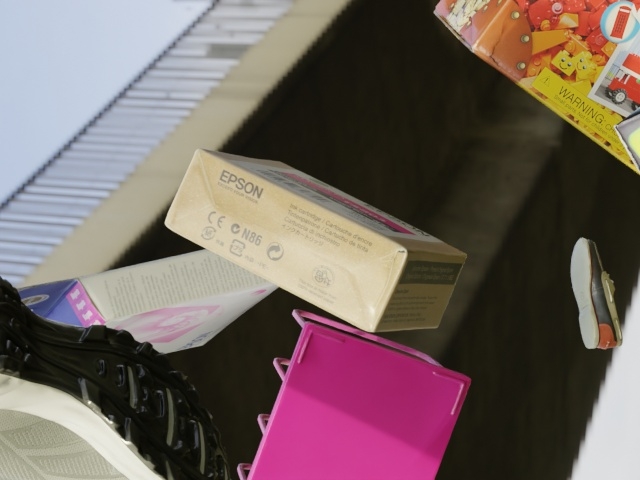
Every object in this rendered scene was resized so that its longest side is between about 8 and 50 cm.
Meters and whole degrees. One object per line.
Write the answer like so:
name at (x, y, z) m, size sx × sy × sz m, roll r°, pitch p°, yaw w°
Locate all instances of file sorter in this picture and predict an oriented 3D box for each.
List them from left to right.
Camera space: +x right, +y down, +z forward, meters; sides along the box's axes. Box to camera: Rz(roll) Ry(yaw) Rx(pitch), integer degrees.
file sorter at (0.016, 0.249, 1.827) m, size 0.182 × 0.202 × 0.291 m, roll -141°, pitch 71°, yaw -79°

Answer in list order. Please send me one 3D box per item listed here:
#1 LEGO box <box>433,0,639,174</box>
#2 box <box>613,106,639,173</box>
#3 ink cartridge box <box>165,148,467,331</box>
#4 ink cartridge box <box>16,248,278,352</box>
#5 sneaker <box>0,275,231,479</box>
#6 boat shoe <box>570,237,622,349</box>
LEGO box at (0.430, -0.224, 1.561) m, size 0.372 × 0.500 × 0.193 m, roll -53°, pitch 19°, yaw 12°
box at (0.243, -0.090, 0.698) m, size 0.114 × 0.207 × 0.036 m, roll -34°, pitch -84°, yaw -37°
ink cartridge box at (0.000, 0.000, 1.475) m, size 0.088 × 0.234 × 0.193 m, roll -67°, pitch -20°, yaw 8°
ink cartridge box at (-0.244, 0.097, 1.886) m, size 0.330 × 0.324 × 0.071 m, roll -13°, pitch -101°, yaw -27°
sneaker at (-0.166, 0.102, 0.903) m, size 0.271 × 0.108 × 0.100 m, roll 31°, pitch -151°, yaw -26°
boat shoe at (0.332, 0.063, 1.850) m, size 0.049 × 0.043 × 0.137 m, roll 131°, pitch 135°, yaw -67°
